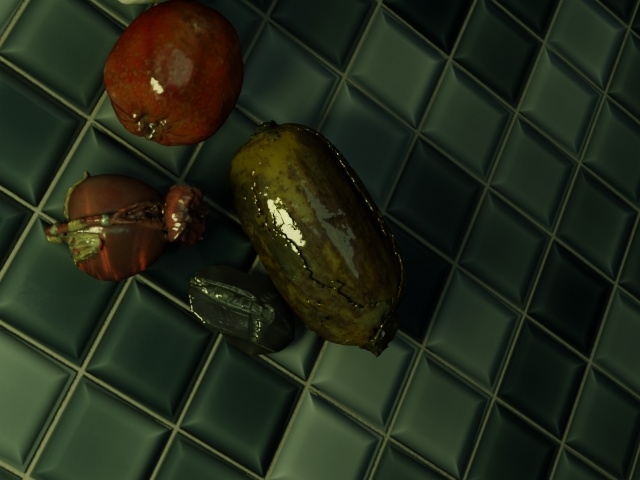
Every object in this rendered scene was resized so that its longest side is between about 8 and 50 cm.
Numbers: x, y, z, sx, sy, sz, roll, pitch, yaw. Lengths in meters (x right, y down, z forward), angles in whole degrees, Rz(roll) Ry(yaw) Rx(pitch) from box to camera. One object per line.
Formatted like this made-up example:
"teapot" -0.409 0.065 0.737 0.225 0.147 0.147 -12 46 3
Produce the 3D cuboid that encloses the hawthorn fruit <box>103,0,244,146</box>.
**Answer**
"hawthorn fruit" -0.206 -0.263 1.923 0.205 0.205 0.253 31 60 -23

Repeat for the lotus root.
"lotus root" 0.000 0.000 2.001 0.196 0.179 0.397 -34 92 -23

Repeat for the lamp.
"lamp" -0.272 -0.014 1.850 0.223 0.215 0.151 10 87 -7

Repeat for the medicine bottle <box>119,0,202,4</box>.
"medicine bottle" -0.222 -0.414 1.996 0.186 0.103 0.103 -8 84 -33

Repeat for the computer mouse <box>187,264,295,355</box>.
"computer mouse" -0.111 0.106 1.973 0.192 0.062 0.106 32 64 -24
